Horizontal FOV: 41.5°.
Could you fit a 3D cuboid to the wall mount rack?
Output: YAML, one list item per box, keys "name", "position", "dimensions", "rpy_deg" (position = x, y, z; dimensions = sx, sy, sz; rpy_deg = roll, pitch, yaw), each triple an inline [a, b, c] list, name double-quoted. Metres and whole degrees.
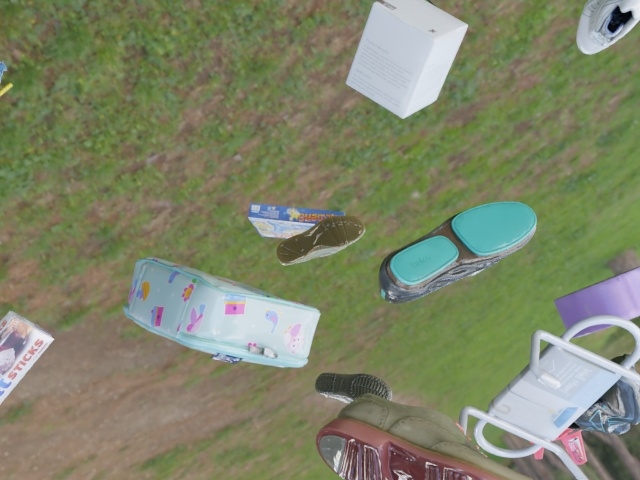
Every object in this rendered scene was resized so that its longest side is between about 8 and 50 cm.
- name: "wall mount rack"
  position: [0.380, 0.278, 1.222]
  dimensions: [0.350, 0.304, 0.130]
  rpy_deg: [-59, -171, 39]

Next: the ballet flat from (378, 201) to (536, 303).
- name: "ballet flat"
  position: [0.197, 0.019, 1.266]
  dimensions: [0.280, 0.095, 0.096]
  rpy_deg: [-20, 155, -25]

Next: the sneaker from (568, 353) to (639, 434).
- name: "sneaker"
  position: [0.454, 0.262, 1.369]
  dimensions: [0.106, 0.101, 0.267]
  rpy_deg: [-7, 150, 7]

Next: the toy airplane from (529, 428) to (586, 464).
- name: "toy airplane"
  position: [0.491, 0.407, 1.750]
  dimensions: [0.151, 0.151, 0.028]
  rpy_deg: [-31, -169, -3]

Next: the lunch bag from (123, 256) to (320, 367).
- name: "lunch bag"
  position: [-0.144, 0.111, 1.255]
  dimensions: [0.224, 0.279, 0.108]
  rpy_deg: [21, 85, -39]

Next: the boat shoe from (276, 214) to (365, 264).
- name: "boat shoe"
  position: [0.000, 0.002, 1.404]
  dimensions: [0.153, 0.056, 0.048]
  rpy_deg: [-25, 169, -5]

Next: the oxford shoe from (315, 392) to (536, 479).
- name: "oxford shoe"
  position: [0.170, 0.277, 1.079]
  dimensions: [0.130, 0.348, 0.123]
  rpy_deg: [-44, 143, -44]

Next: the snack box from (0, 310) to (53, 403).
- name: "snack box"
  position: [-0.406, 0.171, 1.023]
  dimensions: [0.178, 0.022, 0.064]
  rpy_deg: [-51, 133, -3]

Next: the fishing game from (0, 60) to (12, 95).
- name: "fishing game"
  position: [-0.622, -0.251, 1.474]
  dimensions: [0.189, 0.264, 0.041]
  rpy_deg: [-49, 132, -20]

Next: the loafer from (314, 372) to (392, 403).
- name: "loafer"
  position: [0.064, 0.268, 1.520]
  dimensions: [0.050, 0.148, 0.056]
  rpy_deg: [47, 57, -57]

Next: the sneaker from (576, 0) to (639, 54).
- name: "sneaker"
  position: [0.634, -0.487, 1.864]
  dimensions: [0.129, 0.111, 0.297]
  rpy_deg: [-58, 177, -16]

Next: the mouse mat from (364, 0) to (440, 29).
- name: "mouse mat"
  position: [0.192, -0.511, 1.977]
  dimensions: [0.152, 0.190, 0.007]
  rpy_deg: [-46, 134, 12]

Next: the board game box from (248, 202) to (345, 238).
- name: "board game box"
  position: [-0.042, -0.034, 1.800]
  dimensions: [0.201, 0.035, 0.136]
  rpy_deg: [6, 164, 10]

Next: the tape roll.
- name: "tape roll"
  position: [0.536, 0.112, 1.569]
  dimensions: [0.189, 0.080, 0.189]
  rpy_deg: [-22, 172, -3]

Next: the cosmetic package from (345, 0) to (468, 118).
- name: "cosmetic package"
  position: [0.172, -0.375, 1.702]
  dimensions: [0.151, 0.151, 0.184]
  rpy_deg: [-34, 153, -48]
